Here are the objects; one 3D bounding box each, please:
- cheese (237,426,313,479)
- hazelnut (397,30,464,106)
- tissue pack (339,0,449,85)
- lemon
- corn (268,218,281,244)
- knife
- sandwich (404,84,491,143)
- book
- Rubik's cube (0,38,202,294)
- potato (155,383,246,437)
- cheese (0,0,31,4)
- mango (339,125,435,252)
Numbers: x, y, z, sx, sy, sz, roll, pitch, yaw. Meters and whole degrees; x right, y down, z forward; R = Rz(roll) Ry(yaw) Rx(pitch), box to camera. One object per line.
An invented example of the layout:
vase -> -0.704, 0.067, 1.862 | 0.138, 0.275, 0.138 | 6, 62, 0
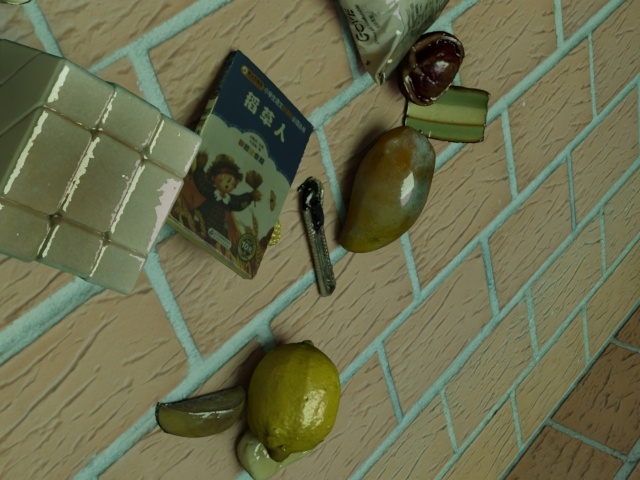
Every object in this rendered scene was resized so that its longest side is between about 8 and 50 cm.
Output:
cheese -> -0.113, 0.552, 2.269 | 0.262, 0.093, 0.159 | -17, 117, -42
hazelnut -> 0.292, -0.462, 2.229 | 0.170, 0.160, 0.202 | 12, 93, -16
tissue pack -> 0.195, -0.633, 2.036 | 0.390, 0.195, 0.376 | -53, 141, -17
lemon -> -0.071, 0.409, 2.127 | 0.245, 0.245, 0.320 | 35, 63, -49
corn -> -0.194, -0.036, 1.933 | 0.244, 0.093, 0.094 | 8, 100, -50
knife -> 0.004, 0.002, 2.206 | 0.089, 0.043, 0.365 | -34, 129, -33
sandwich -> 0.368, -0.372, 2.406 | 0.198, 0.227, 0.155 | -55, 153, -75
book -> -0.175, -0.166, 1.851 | 0.300, 0.039, 0.428 | 40, 61, -42
Rubik's cube -> -0.459, -0.130, 1.430 | 0.315, 0.321, 0.319 | 28, 85, -48
potato -> -0.274, 0.446, 2.040 | 0.261, 0.100, 0.121 | -6, 110, -46
cheese -> -0.548, -0.448, 1.409 | 0.171, 0.047, 0.092 | -21, 118, -42
mango -> 0.181, -0.128, 2.236 | 0.221, 0.199, 0.384 | 21, 103, -55
